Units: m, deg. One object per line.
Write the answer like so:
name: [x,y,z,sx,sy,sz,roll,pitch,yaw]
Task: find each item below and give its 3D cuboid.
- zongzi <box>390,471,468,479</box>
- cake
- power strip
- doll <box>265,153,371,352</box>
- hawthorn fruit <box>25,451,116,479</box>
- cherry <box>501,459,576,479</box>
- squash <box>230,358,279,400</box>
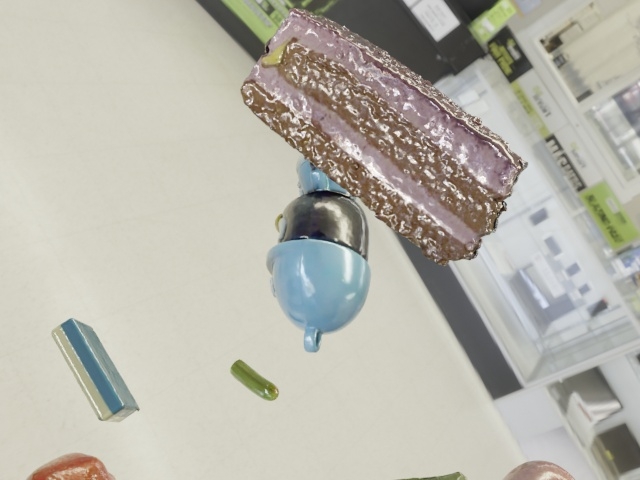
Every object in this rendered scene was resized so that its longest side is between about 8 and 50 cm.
zongzi: [0.130,0.378,0.840,0.062,0.154,0.131,-57,135,-73]
cake: [0.041,-0.102,0.559,0.112,0.116,0.295,-1,39,-50]
power strip: [-0.251,0.144,0.704,0.123,0.032,0.056,54,-9,17]
doll: [0.000,0.000,0.873,0.177,0.141,0.314,60,30,-60]
hawthorn fruit: [-0.353,0.362,0.880,0.133,0.133,0.138,55,43,-2]
cherry: [0.232,0.302,0.706,0.087,0.126,0.106,57,24,12]
squash: [-0.089,0.195,0.872,0.083,0.028,0.027,28,12,37]
